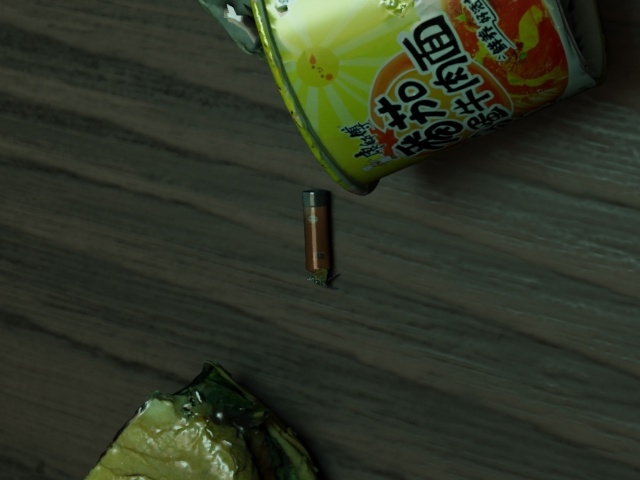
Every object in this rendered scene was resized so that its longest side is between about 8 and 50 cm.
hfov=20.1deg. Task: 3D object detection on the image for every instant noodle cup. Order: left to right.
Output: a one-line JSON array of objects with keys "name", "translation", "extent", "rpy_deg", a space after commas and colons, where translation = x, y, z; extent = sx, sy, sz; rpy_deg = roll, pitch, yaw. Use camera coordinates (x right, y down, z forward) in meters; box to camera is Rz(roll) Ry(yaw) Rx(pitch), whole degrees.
[{"name": "instant noodle cup", "translation": [0.082, -0.181, 1.303], "extent": [0.200, 0.264, 0.264], "rpy_deg": [-15, 91, 19]}]

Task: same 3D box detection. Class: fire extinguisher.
[{"name": "fire extinguisher", "translation": [0.000, 0.000, 1.485], "extent": [0.028, 0.022, 0.083], "rpy_deg": [-4, 97, -5]}]

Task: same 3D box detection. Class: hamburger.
[{"name": "hamburger", "translation": [-0.110, 0.256, 1.511], "extent": [0.211, 0.132, 0.309], "rpy_deg": [46, 113, 12]}]

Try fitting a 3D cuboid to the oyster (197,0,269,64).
[{"name": "oyster", "translation": [-0.062, -0.274, 1.439], "extent": [0.252, 0.087, 0.199], "rpy_deg": [45, 123, 21]}]
